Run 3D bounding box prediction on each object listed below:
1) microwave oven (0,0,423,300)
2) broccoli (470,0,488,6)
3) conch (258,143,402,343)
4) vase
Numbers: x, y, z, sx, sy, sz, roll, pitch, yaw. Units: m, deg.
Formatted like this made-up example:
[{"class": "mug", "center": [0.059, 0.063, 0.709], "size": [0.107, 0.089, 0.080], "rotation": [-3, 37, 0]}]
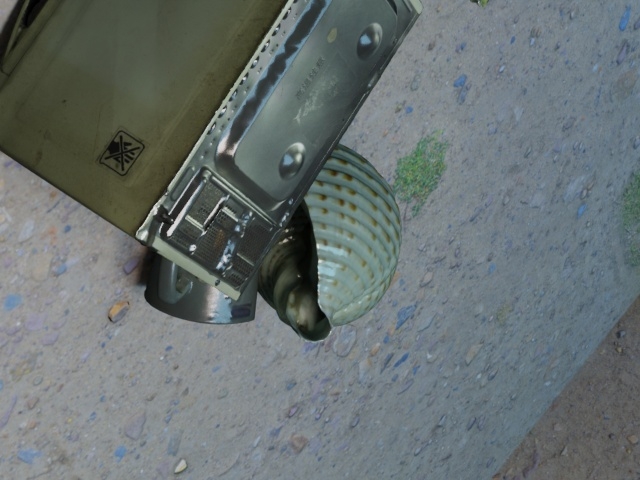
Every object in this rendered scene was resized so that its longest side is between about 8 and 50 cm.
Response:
[{"class": "microwave oven", "center": [-0.132, -0.189, 1.209], "size": [0.394, 0.333, 0.247], "rotation": [-57, 151, -4]}, {"class": "broccoli", "center": [0.096, -0.474, 1.377], "size": [0.275, 0.397, 0.353], "rotation": [-16, 114, 1]}, {"class": "conch", "center": [0.014, -0.005, 1.545], "size": [0.215, 0.319, 0.302], "rotation": [-13, 128, -18]}, {"class": "vase", "center": [-0.145, -0.031, 1.474], "size": [0.251, 0.156, 0.300], "rotation": [-33, 137, -68]}]
